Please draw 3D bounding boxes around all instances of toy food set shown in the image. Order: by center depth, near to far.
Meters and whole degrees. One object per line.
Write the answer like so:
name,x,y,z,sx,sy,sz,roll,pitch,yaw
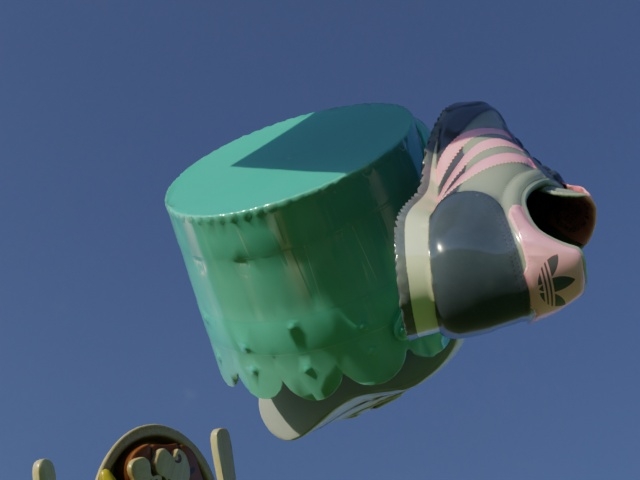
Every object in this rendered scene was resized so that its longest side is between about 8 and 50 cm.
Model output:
toy food set,-0.096,0.183,0.727,0.039,0.192,0.132,-15,-99,32

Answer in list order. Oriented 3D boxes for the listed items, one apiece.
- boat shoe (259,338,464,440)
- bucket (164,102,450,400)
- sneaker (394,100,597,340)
boat shoe,0.048,0.114,1.093,0.258,0.084,0.095,-30,-103,37
bucket,0.000,0.000,1.052,0.281,0.281,0.183,-12,-67,16
sneaker,0.142,-0.023,0.849,0.131,0.319,0.112,-5,-63,16
